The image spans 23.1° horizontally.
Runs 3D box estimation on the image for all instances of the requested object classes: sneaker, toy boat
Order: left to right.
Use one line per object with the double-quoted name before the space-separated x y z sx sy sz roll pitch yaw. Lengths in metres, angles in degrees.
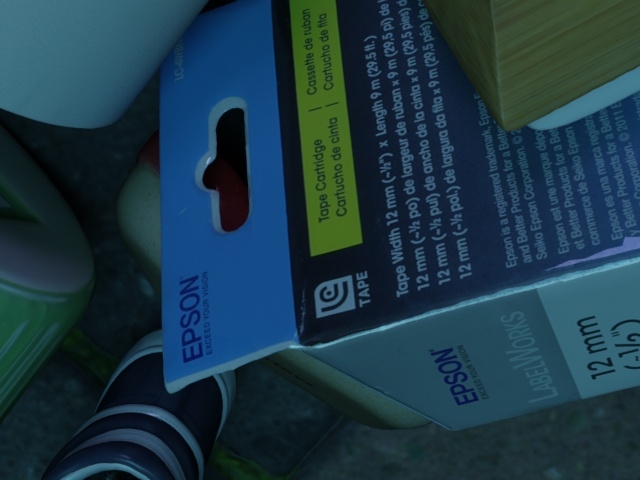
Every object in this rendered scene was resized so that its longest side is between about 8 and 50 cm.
"sneaker" -0.139 0.197 0.954 0.099 0.153 0.282 23 119 -2
"toy boat" 0.000 0.000 0.910 0.231 0.151 0.151 32 79 -5

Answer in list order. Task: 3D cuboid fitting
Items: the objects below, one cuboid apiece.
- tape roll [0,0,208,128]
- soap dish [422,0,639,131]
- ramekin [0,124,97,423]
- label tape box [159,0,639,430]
"tape roll" -0.151 -0.198 0.792 0.246 0.246 0.169 38 108 -6
"soap dish" 0.166 -0.204 0.740 0.291 0.229 0.118 -28 136 5
"ramekin" -0.267 -0.009 0.846 0.303 0.303 0.148 42 100 -7
"label tape box" 0.096 -0.044 0.805 0.348 0.249 0.115 -17 140 13
